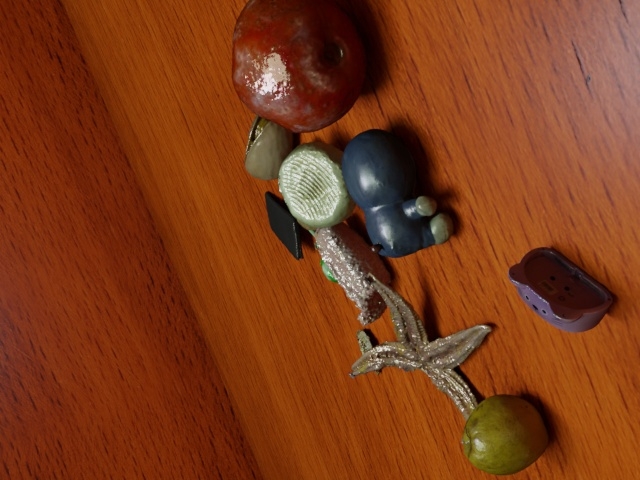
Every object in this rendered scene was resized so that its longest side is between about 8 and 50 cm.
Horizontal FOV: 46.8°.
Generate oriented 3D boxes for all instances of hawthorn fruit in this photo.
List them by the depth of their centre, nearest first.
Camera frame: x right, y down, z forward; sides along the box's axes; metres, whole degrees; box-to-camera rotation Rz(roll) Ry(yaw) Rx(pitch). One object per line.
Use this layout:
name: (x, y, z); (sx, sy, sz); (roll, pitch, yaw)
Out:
hawthorn fruit: (-0.040, -0.349, 1.430); (0.284, 0.284, 0.284); (46, 150, 37)

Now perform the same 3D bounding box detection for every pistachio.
pistachio: (-0.131, -0.244, 1.852); (0.129, 0.131, 0.206); (41, 144, 28)

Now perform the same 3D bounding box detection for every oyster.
oyster: (0.128, 0.292, 1.944); (0.086, 0.029, 0.132); (49, 155, 45)

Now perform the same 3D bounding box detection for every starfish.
starfish: (0.211, 0.262, 1.608); (0.398, 0.132, 0.384); (39, 149, 38)

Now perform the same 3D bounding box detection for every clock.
clock: (0.366, 0.083, 1.153); (0.153, 0.110, 0.050); (45, 148, 38)

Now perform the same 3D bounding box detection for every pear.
pear: (0.348, 0.370, 1.410); (0.149, 0.162, 0.149); (166, 90, -71)

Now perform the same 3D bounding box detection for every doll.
doll: (0.135, -0.091, 1.448); (0.228, 0.153, 0.259); (-19, 88, 70)

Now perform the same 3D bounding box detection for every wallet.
wallet: (-0.107, -0.045, 2.072); (0.244, 0.025, 0.124); (-133, 31, -57)

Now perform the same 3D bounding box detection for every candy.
candy: (-0.001, 0.002, 1.901); (0.323, 0.097, 0.097); (-130, 27, -49)

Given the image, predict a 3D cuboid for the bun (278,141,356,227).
bun: (0.003, -0.127, 1.658); (0.195, 0.118, 0.196); (9, 109, 26)

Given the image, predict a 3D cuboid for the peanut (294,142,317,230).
peanut: (-0.027, -0.129, 1.785); (0.108, 0.095, 0.226); (-120, 20, -57)

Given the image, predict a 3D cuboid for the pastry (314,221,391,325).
pastry: (0.082, 0.059, 1.712); (0.265, 0.102, 0.112); (60, 144, 7)
